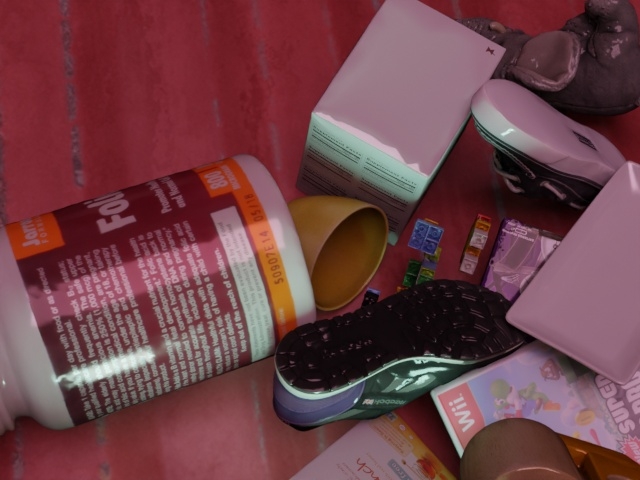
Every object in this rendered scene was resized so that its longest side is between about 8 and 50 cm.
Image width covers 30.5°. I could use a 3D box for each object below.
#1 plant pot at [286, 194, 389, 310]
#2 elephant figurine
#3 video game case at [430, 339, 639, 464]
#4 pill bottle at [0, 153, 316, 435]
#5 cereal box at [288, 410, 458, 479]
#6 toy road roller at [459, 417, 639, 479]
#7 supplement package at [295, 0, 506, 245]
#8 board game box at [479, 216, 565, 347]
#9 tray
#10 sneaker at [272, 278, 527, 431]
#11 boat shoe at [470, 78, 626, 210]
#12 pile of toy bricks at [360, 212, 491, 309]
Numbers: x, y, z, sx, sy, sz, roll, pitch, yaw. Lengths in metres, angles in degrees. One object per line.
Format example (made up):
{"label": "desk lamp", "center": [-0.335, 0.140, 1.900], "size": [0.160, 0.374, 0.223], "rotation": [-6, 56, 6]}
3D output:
{"label": "plant pot", "center": [0.000, 0.000, 1.353], "size": [0.095, 0.134, 0.134], "rotation": [32, 67, 32]}
{"label": "elephant figurine", "center": [0.274, -0.209, 1.459], "size": [0.239, 0.186, 0.169], "rotation": [-18, 115, -2]}
{"label": "video game case", "center": [0.290, 0.195, 1.277], "size": [0.285, 0.025, 0.204], "rotation": [-25, 81, -1]}
{"label": "pill bottle", "center": [-0.222, 0.065, 1.240], "size": [0.392, 0.224, 0.224], "rotation": [-18, 72, -14]}
{"label": "cereal box", "center": [0.051, 0.292, 1.221], "size": [0.173, 0.047, 0.240], "rotation": [47, 40, 10]}
{"label": "toy road roller", "center": [0.275, 0.343, 1.155], "size": [0.330, 0.202, 0.240], "rotation": [21, 102, -3]}
{"label": "supplement package", "center": [0.087, -0.139, 1.364], "size": [0.149, 0.203, 0.194], "rotation": [30, 68, 5]}
{"label": "board game box", "center": [0.337, 0.126, 1.321], "size": [0.347, 0.056, 0.208], "rotation": [19, 86, 5]}
{"label": "tray", "center": [0.331, 0.034, 1.279], "size": [0.145, 0.030, 0.270], "rotation": [30, 61, 24]}
{"label": "sneaker", "center": [0.080, 0.128, 1.262], "size": [0.283, 0.124, 0.107], "rotation": [-11, 54, -16]}
{"label": "boat shoe", "center": [0.247, -0.095, 1.341], "size": [0.102, 0.301, 0.108], "rotation": [-42, 59, 25]}
{"label": "pile of toy bricks", "center": [0.117, 0.053, 1.348], "size": [0.118, 0.105, 0.212], "rotation": [20, 109, 3]}
